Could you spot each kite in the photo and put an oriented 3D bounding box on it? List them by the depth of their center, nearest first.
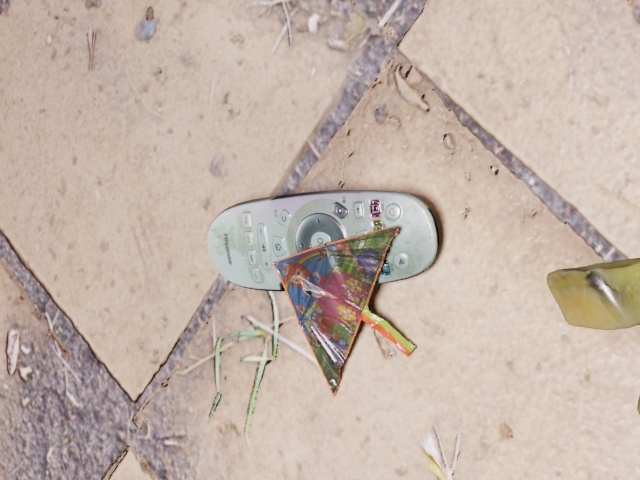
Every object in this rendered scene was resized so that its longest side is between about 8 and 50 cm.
[{"bbox_3d":[0.020,0.058,1.255,0.159,0.010,0.190,27,118,18],"label":"kite"}]

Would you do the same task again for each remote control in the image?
[{"bbox_3d":[-0.001,0.000,1.281,0.256,0.045,0.097,-1,103,34],"label":"remote control"}]

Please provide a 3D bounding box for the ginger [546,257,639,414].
[{"bbox_3d":[0.343,0.137,0.910,0.413,0.211,0.358,45,116,30],"label":"ginger"}]
